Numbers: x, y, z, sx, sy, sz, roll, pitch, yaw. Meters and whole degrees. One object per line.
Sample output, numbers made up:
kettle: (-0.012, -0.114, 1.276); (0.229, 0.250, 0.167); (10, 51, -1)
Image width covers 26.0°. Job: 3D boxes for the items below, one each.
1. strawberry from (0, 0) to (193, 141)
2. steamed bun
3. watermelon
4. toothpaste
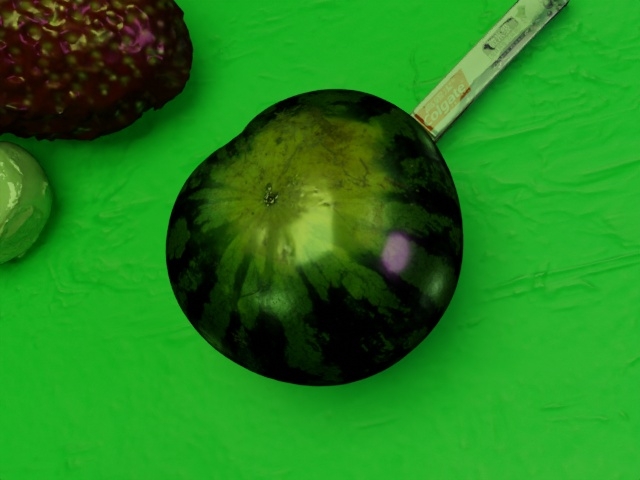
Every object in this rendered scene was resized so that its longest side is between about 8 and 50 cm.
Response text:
strawberry: (-0.302, -0.243, 1.357); (0.343, 0.292, 0.292); (0, 74, 10)
steamed bun: (-0.329, -0.038, 1.401); (0.112, 0.091, 0.130); (42, 99, 19)
watermelon: (0.000, -0.001, 1.221); (0.269, 0.269, 0.269); (-4, 73, 14)
toothpaste: (0.162, -0.174, 1.339); (0.040, 0.047, 0.196); (43, 88, 7)
